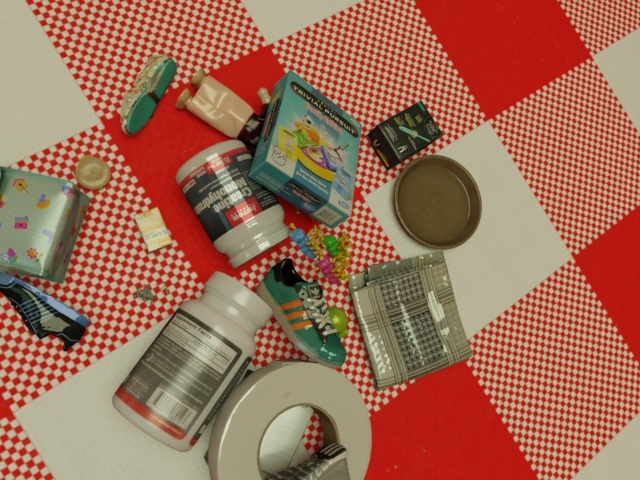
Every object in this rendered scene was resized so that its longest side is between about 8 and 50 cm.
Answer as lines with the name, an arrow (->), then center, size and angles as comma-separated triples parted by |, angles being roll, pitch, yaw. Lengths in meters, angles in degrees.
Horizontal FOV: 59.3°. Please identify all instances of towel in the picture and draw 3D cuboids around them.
towel -> 0.246, 0.205, 1.524 | 0.312, 0.056, 0.324 | -14, 84, -18

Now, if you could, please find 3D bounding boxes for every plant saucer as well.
plant saucer -> 0.334, -0.109, 1.614 | 0.278, 0.041, 0.278 | 3, 80, -17

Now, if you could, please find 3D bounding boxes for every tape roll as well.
tape roll -> -0.061, 0.466, 1.277 | 0.392, 0.072, 0.392 | 2, 85, -28

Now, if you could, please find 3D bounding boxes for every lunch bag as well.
lunch bag -> -0.681, -0.044, 1.238 | 0.262, 0.160, 0.223 | 15, 77, -4

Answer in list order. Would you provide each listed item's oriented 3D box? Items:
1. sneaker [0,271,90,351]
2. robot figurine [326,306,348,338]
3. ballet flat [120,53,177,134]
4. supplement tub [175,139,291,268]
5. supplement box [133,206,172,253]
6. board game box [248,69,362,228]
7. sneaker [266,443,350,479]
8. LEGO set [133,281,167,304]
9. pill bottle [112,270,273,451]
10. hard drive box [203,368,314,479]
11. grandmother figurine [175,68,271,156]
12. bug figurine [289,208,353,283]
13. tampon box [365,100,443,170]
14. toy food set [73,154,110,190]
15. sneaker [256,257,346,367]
sneaker -> -0.637, 0.159, 1.253 | 0.232, 0.081, 0.090 | 33, 68, -9
robot figurine -> 0.029, 0.203, 1.426 | 0.067, 0.115, 0.101 | -40, 94, -20
ballet flat -> -0.446, -0.369, 1.416 | 0.077, 0.091, 0.241 | 19, 68, 19
supplement tub -> -0.208, -0.088, 1.367 | 0.191, 0.191, 0.272 | -31, 91, -19
supplement box -> -0.409, -0.025, 1.377 | 0.062, 0.036, 0.098 | -23, 88, -19
board game box -> -0.024, -0.232, 1.405 | 0.254, 0.079, 0.336 | 32, 47, -27
sneaker -> -0.022, 0.547, 1.206 | 0.228, 0.086, 0.132 | -19, 98, -29
LEGO set -> -0.411, 0.124, 1.357 | 0.083, 0.023, 0.054 | -37, 92, -19
pill bottle -> -0.277, 0.266, 1.274 | 0.210, 0.210, 0.363 | 37, 72, -8
hard drive box -> -0.142, 0.454, 1.344 | 0.181, 0.089, 0.232 | 30, 74, -10
grandmother figurine -> -0.193, -0.303, 1.466 | 0.342, 0.104, 0.208 | 37, 100, -11
bug figurine -> 0.000, 0.000, 1.423 | 0.072, 0.279, 0.216 | -31, 109, 19
tampon box -> 0.235, -0.294, 1.584 | 0.161, 0.101, 0.120 | -32, 90, -18
toy food set -> -0.554, -0.163, 1.367 | 0.083, 0.020, 0.082 | 22, 75, -12
sneaker -> -0.032, 0.167, 1.347 | 0.302, 0.108, 0.121 | 45, 112, 25
